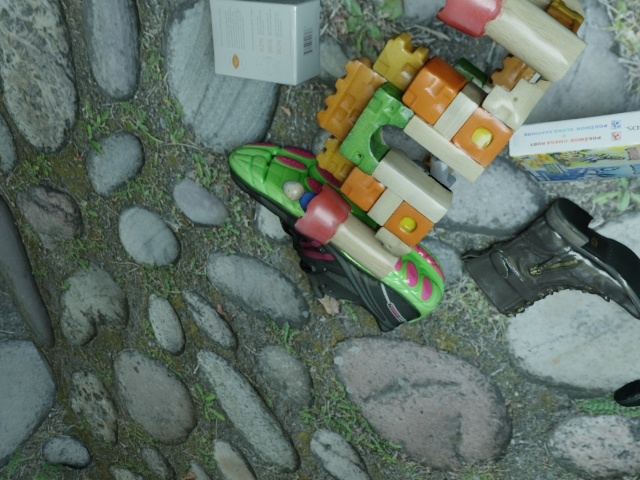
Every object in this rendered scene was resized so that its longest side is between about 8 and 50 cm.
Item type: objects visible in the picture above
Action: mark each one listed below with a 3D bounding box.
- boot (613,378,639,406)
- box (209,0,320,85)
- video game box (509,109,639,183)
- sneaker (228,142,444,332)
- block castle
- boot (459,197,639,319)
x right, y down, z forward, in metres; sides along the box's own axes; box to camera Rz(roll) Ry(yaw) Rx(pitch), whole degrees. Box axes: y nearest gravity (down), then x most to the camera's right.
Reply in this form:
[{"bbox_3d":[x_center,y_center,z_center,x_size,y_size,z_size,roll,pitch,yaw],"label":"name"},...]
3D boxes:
[{"bbox_3d":[0.582,0.278,0.991,0.099,0.045,0.121,45,129,-3],"label":"boot"},{"bbox_3d":[-0.095,-0.353,1.014,0.170,0.091,0.130,15,123,23],"label":"box"},{"bbox_3d":[0.376,-0.121,0.795,0.187,0.205,0.048,-4,82,32],"label":"video game box"},{"bbox_3d":[0.000,0.000,1.095,0.483,0.185,0.202,42,125,6],"label":"sneaker"},{"bbox_3d":[0.144,-0.187,0.832,0.213,0.303,0.453,37,129,1],"label":"block castle"},{"bbox_3d":[0.391,0.070,0.974,0.263,0.091,0.229,47,135,5],"label":"boot"}]
